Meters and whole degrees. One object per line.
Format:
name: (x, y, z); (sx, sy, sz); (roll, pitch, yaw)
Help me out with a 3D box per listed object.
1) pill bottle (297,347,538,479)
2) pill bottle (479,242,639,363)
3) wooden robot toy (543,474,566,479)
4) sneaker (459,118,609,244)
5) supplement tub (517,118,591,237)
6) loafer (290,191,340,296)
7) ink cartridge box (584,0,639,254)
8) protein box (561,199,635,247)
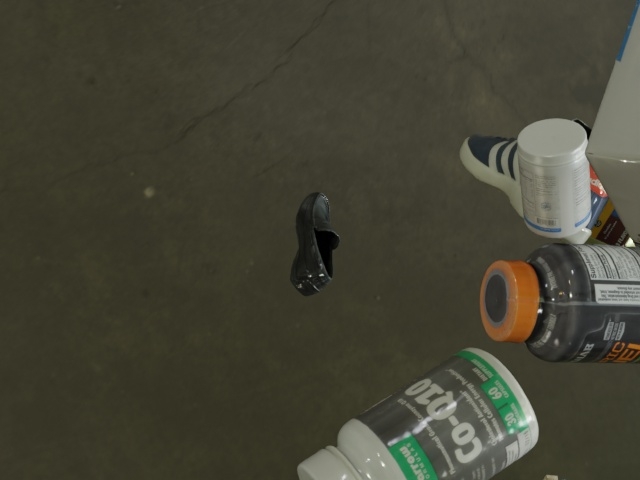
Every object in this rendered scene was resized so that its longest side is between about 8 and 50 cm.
pill bottle: (0.158, 0.346, 1.614); (0.361, 0.204, 0.204); (-30, 107, -18)
pill bottle: (0.301, 0.069, 1.071); (0.246, 0.130, 0.130); (3, 114, -15)
wooden robot toy: (0.426, 0.506, 1.764); (0.076, 0.079, 0.173); (-13, 116, -21)
sneaker: (0.318, -0.114, 1.410); (0.131, 0.350, 0.148); (27, 103, -24)
supplement tub: (0.239, -0.062, 1.008); (0.071, 0.071, 0.107); (-5, 129, 12)
loafer: (0.000, 0.000, 1.728); (0.078, 0.223, 0.076); (-21, 132, 27)
ink cartridge box: (0.331, -0.069, 0.739); (0.168, 0.171, 0.233); (9, 159, 36)
protein box: (0.494, -0.027, 1.610); (0.200, 0.201, 0.136); (36, 88, -37)
